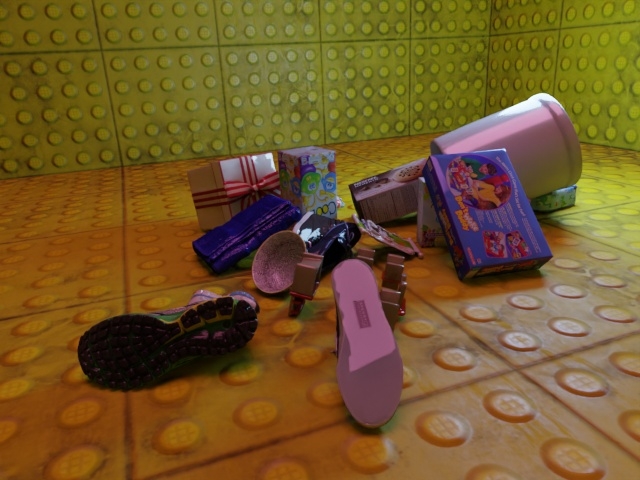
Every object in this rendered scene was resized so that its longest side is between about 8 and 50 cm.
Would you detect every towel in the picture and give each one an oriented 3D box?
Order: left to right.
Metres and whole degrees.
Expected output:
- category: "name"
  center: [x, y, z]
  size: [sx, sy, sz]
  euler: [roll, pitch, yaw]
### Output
- category: "towel"
  center: [-0.230, -0.036, 1.497]
  size: [0.308, 0.076, 0.227]
  euler: [-35, 31, -18]

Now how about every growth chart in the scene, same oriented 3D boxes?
- category: "growth chart"
  center: [0.194, -0.014, 1.467]
  size: [0.237, 0.021, 0.172]
  euler: [22, 17, -21]

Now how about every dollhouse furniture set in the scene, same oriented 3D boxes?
- category: "dollhouse furniture set"
  center: [0.066, 0.123, 1.142]
  size: [0.259, 0.135, 0.262]
  euler: [12, 22, 7]

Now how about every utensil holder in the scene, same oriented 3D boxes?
- category: "utensil holder"
  center: [0.606, -0.264, 1.689]
  size: [0.385, 0.328, 0.327]
  euler: [-22, 19, 6]

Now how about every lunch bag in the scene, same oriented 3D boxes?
- category: "lunch bag"
  center: [0.820, -0.171, 1.865]
  size: [0.219, 0.090, 0.176]
  euler: [-12, 19, -27]

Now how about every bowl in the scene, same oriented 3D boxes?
- category: "bowl"
  center: [-0.085, 0.067, 1.286]
  size: [0.170, 0.170, 0.080]
  euler: [15, -14, 41]

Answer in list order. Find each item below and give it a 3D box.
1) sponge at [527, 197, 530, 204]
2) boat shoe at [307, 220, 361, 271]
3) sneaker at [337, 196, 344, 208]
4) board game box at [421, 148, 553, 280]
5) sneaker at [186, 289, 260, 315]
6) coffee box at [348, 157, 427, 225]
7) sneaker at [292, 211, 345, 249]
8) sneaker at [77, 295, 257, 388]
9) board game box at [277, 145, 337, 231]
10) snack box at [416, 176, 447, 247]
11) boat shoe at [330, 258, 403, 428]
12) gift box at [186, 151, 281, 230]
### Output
- category: "sponge"
  center: [0.539, -0.091, 1.573]
  size: [0.210, 0.117, 0.031]
  euler: [9, 21, -4]
- category: "boat shoe"
  center: [0.045, 0.034, 1.402]
  size: [0.089, 0.109, 0.258]
  euler: [7, 37, 42]
- category: "sneaker"
  center: [0.040, -0.156, 1.999]
  size: [0.075, 0.057, 0.161]
  euler: [7, 13, -25]
- category: "board game box"
  center: [0.439, -0.078, 1.351]
  size: [0.233, 0.078, 0.347]
  euler: [-6, 63, -11]
- category: "sneaker"
  center: [-0.226, 0.161, 1.125]
  size: [0.190, 0.071, 0.083]
  euler: [-3, 24, 26]
- category: "coffee box"
  center: [0.262, -0.166, 1.751]
  size: [0.297, 0.119, 0.168]
  euler: [-19, 27, 2]
- category: "sneaker"
  center: [0.000, -0.001, 1.478]
  size: [0.146, 0.105, 0.296]
  euler: [10, 27, 10]
- category: "sneaker"
  center: [-0.292, 0.196, 0.980]
  size: [0.343, 0.134, 0.146]
  euler: [-10, -5, -9]
- category: "board game box"
  center: [-0.042, -0.162, 1.676]
  size: [0.142, 0.275, 0.144]
  euler: [-15, 23, -31]
- category: "snack box"
  center: [0.383, -0.089, 1.513]
  size: [0.174, 0.207, 0.070]
  euler: [-4, 19, -3]
- category: "boat shoe"
  center: [0.071, 0.184, 0.887]
  size: [0.113, 0.105, 0.306]
  euler: [-12, 52, -3]
- category: "gift box"
  center: [-0.273, -0.153, 1.742]
  size: [0.255, 0.276, 0.258]
  euler: [-26, 14, -40]
